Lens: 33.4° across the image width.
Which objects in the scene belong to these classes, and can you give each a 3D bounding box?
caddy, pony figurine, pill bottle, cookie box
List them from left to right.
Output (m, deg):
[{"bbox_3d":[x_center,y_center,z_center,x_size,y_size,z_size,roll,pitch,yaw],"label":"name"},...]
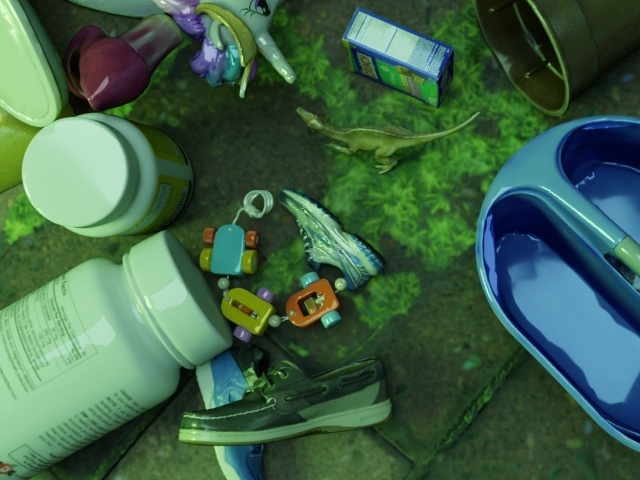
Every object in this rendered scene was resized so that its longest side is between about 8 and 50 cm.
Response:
[{"bbox_3d":[-0.240,0.117,1.056,0.283,0.160,0.160,-30,79,2],"label":"pill bottle"},{"bbox_3d":[-0.205,-0.063,1.047,0.119,0.208,0.119,0,90,7],"label":"pill bottle"},{"bbox_3d":[-0.124,-0.347,1.080,0.351,0.303,0.363,25,70,2],"label":"pony figurine"},{"bbox_3d":[0.080,-0.186,1.095,0.107,0.092,0.040,25,82,11],"label":"cookie box"},{"bbox_3d":[0.299,0.046,0.987,0.241,0.179,0.341,-43,78,-1],"label":"caddy"}]

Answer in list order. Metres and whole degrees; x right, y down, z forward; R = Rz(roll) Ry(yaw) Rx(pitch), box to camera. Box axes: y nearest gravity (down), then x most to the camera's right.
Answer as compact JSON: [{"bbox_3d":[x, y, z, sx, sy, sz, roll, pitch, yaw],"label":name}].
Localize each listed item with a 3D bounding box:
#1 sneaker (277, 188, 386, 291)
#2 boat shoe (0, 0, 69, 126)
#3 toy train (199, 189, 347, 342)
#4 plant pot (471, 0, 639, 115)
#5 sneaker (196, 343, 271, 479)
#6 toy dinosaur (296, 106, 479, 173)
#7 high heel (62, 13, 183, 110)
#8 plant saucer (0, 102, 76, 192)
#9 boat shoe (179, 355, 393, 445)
[{"bbox_3d":[0.000,0.000,1.099,0.135,0.052,0.058,42,95,13],"label":"sneaker"},{"bbox_3d":[-0.331,-0.267,1.064,0.116,0.099,0.319,-26,99,42],"label":"boat shoe"},{"bbox_3d":[-0.049,0.037,1.090,0.125,0.046,0.166,-35,69,4],"label":"toy train"},{"bbox_3d":[0.261,-0.236,1.050,0.165,0.167,0.167,-32,79,-5],"label":"plant pot"},{"bbox_3d":[-0.064,0.179,1.075,0.085,0.058,0.152,-22,73,12],"label":"sneaker"},{"bbox_3d":[0.067,-0.102,1.083,0.183,0.092,0.053,4,83,8],"label":"toy dinosaur"},{"bbox_3d":[-0.231,-0.156,1.064,0.117,0.244,0.082,-47,117,-27],"label":"high heel"},{"bbox_3d":[-0.475,-0.174,1.135,0.333,0.081,0.332,-27,92,3],"label":"plant saucer"},{"bbox_3d":[-0.032,0.151,1.023,0.224,0.080,0.073,-3,88,-29],"label":"boat shoe"}]
